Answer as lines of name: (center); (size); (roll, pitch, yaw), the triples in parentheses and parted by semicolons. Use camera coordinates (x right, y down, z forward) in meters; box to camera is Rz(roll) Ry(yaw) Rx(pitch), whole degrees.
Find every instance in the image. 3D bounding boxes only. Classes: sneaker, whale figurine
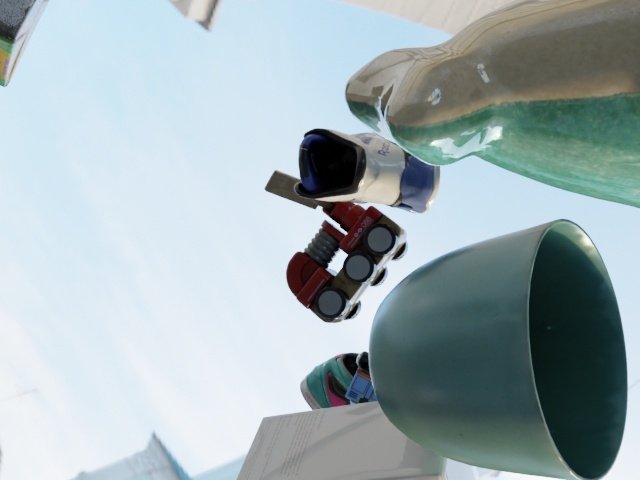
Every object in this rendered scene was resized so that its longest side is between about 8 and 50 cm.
sneaker: (0.110, 0.341, 1.764); (0.295, 0.124, 0.178); (44, -57, 9)
whale figurine: (0.156, -0.071, 0.476); (0.216, 0.272, 0.141); (-132, -149, -65)
sneaker: (0.035, -0.121, 1.321); (0.315, 0.182, 0.127); (-159, -101, -67)

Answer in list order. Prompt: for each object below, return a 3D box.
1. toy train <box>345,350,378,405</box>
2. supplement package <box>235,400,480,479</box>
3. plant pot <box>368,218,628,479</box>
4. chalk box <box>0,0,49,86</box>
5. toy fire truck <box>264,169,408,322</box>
toy train: (0.133, 0.248, 1.378); (0.184, 0.080, 0.105); (25, -98, 11)
supplement package: (0.057, 0.346, 1.191); (0.293, 0.177, 0.175); (-12, -67, 19)
plant pot: (0.202, 0.136, 1.028); (0.235, 0.293, 0.292); (-10, -86, 37)
chalk box: (-0.391, -0.276, 0.871); (0.132, 0.213, 0.132); (-26, -138, 64)
toy fire truck: (0.000, 0.000, 1.543); (0.246, 0.158, 0.217); (39, -84, 18)
